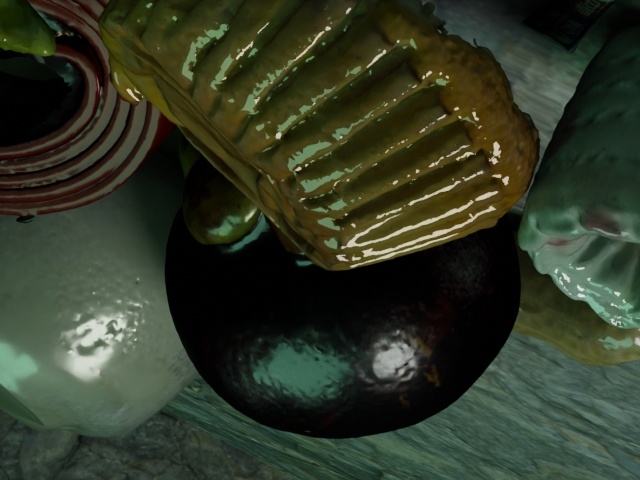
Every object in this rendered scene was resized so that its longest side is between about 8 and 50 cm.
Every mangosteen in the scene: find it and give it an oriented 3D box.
[{"bbox_3d":[0.000,0.000,1.385,0.275,0.275,0.302,14,145,42],"label":"mangosteen"}]

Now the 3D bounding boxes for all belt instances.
[{"bbox_3d":[-0.229,-0.133,1.349,0.323,0.115,0.227,-5,119,31],"label":"belt"}]

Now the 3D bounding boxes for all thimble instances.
[{"bbox_3d":[0.233,-0.021,1.093,0.211,0.149,0.185,27,163,1],"label":"thimble"}]

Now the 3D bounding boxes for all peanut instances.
[{"bbox_3d":[0.194,0.045,1.487,0.214,0.099,0.099,17,162,34],"label":"peanut"}]

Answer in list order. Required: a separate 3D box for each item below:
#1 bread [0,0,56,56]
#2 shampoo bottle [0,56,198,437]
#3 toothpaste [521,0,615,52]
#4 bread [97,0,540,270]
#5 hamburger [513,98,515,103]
[{"bbox_3d":[-0.299,-0.252,1.098,0.376,0.208,0.251,26,180,18],"label":"bread"},{"bbox_3d":[-0.212,-0.002,1.604,0.322,0.317,0.322,24,167,6],"label":"shampoo bottle"},{"bbox_3d":[0.151,-0.136,1.099,0.037,0.021,0.140,30,168,-4],"label":"toothpaste"},{"bbox_3d":[-0.002,-0.091,1.094,0.274,0.149,0.274,42,171,8],"label":"bread"},{"bbox_3d":[0.072,-0.099,1.304,0.121,0.054,0.084,20,163,2],"label":"hamburger"}]
